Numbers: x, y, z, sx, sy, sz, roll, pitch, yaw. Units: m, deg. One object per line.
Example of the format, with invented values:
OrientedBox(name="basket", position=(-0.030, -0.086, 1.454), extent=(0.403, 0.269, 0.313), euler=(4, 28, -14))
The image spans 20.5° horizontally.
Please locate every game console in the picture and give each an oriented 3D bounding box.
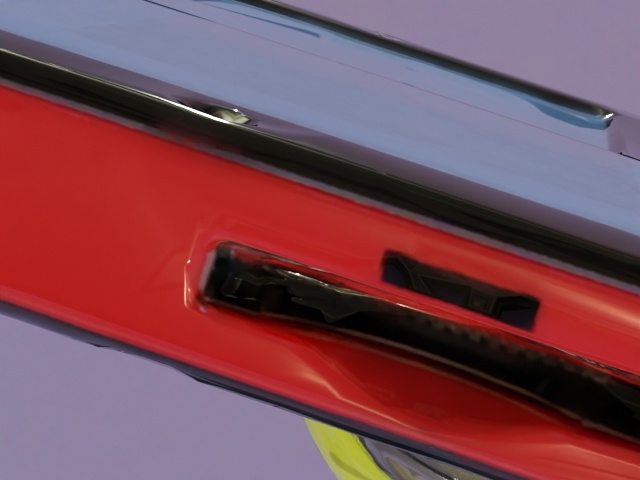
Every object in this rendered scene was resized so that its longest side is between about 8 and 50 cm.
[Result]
OrientedBox(name="game console", position=(-0.002, -0.036, 0.502), extent=(0.386, 0.342, 0.060), euler=(19, -74, 5))

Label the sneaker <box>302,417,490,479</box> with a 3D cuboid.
OrientedBox(name="sneaker", position=(0.000, 0.000, 0.762), extent=(0.111, 0.300, 0.121), euler=(-48, -176, -25))
